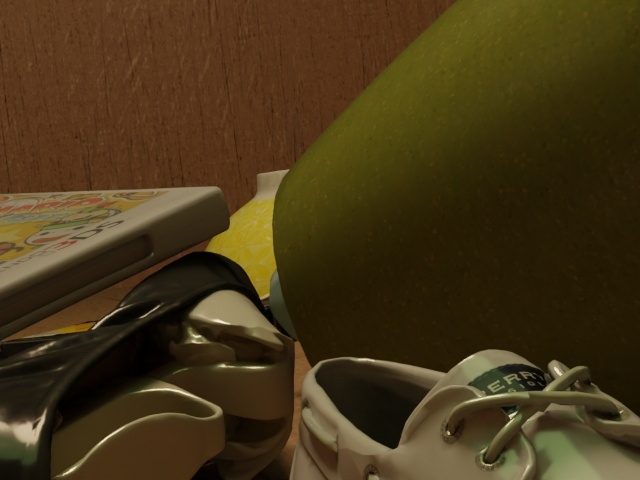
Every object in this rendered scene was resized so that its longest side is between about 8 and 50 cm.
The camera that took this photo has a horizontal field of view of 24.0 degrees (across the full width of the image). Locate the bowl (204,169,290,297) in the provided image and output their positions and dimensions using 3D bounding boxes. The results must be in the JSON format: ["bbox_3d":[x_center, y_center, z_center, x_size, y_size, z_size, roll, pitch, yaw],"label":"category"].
[{"bbox_3d":[0.000,0.000,1.577,0.289,0.156,0.289,-6,2,0],"label":"bowl"}]

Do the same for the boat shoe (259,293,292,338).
[{"bbox_3d":[-0.042,0.070,1.321,0.137,0.049,0.043,-6,42,-48],"label":"boat shoe"}]

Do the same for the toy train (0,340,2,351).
[{"bbox_3d":[-0.397,0.076,1.227,0.190,0.142,0.334,-17,-1,13],"label":"toy train"}]

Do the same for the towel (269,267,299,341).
[{"bbox_3d":[0.191,-0.032,0.914,0.374,0.090,0.320,-6,-21,-29],"label":"towel"}]

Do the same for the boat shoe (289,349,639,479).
[{"bbox_3d":[0.046,0.067,0.389,0.083,0.076,0.226,-9,2,-31],"label":"boat shoe"}]

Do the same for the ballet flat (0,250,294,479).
[{"bbox_3d":[-0.069,0.074,0.631,0.096,0.095,0.280,4,17,26],"label":"ballet flat"}]

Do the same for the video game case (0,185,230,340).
[{"bbox_3d":[-0.191,0.016,0.711,0.227,0.026,0.206,-1,18,40],"label":"video game case"}]

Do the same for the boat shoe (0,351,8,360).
[{"bbox_3d":[-0.208,0.083,0.792,0.091,0.114,0.302,-47,21,-11],"label":"boat shoe"}]

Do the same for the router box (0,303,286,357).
[{"bbox_3d":[-0.132,0.083,1.151,0.179,0.046,0.133,-7,2,21],"label":"router box"}]

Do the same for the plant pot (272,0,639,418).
[{"bbox_3d":[0.140,-0.021,0.589,0.293,0.275,0.275,-24,-5,23],"label":"plant pot"}]
